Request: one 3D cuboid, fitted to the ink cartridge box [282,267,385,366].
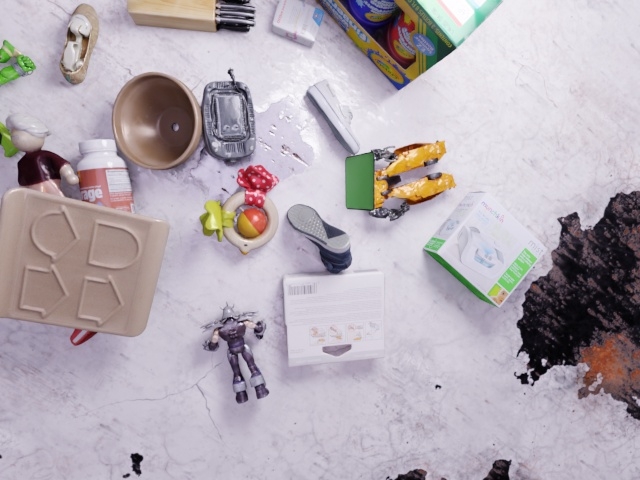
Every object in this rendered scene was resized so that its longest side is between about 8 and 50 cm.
[{"bbox_3d":[0.040,0.223,1.276,0.296,0.066,0.261,-3,99,-9],"label":"ink cartridge box"}]

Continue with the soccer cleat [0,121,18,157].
[{"bbox_3d":[-0.837,-0.285,1.088,0.179,0.060,0.072,42,89,-13],"label":"soccer cleat"}]

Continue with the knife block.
[{"bbox_3d":[-0.315,-0.590,1.128,0.275,0.088,0.242,-44,100,-4],"label":"knife block"}]

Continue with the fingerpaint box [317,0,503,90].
[{"bbox_3d":[0.153,-0.621,1.059,0.445,0.371,0.163,44,87,-11],"label":"fingerpaint box"}]

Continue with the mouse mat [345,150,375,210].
[{"bbox_3d":[0.106,-0.159,1.189,0.007,0.189,0.153,-3,96,-18],"label":"mouse mat"}]

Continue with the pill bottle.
[{"bbox_3d":[-0.552,-0.144,1.115,0.121,0.121,0.216,-8,96,-8],"label":"pill bottle"}]

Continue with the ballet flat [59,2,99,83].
[{"bbox_3d":[-0.611,-0.502,1.099,0.073,0.067,0.206,9,94,-10],"label":"ballet flat"}]

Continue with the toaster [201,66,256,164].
[{"bbox_3d":[-0.245,-0.314,1.129,0.129,0.146,0.227,-8,97,-20],"label":"toaster"}]

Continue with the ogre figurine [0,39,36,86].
[{"bbox_3d":[-0.814,-0.451,1.058,0.197,0.097,0.118,42,76,-22],"label":"ogre figurine"}]

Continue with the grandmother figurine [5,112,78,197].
[{"bbox_3d":[-0.687,-0.145,1.079,0.207,0.104,0.343,-11,99,14],"label":"grandmother figurine"}]

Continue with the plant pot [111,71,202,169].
[{"bbox_3d":[-0.399,-0.298,1.115,0.237,0.110,0.238,2,98,12],"label":"plant pot"}]

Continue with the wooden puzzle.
[{"bbox_3d":[-0.574,0.059,1.053,0.347,0.080,0.322,13,105,-22],"label":"wooden puzzle"}]

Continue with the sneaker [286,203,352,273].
[{"bbox_3d":[-0.001,0.002,1.240,0.086,0.163,0.226,-43,59,-16],"label":"sneaker"}]

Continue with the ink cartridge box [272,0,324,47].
[{"bbox_3d":[-0.063,-0.598,1.188,0.122,0.052,0.089,18,92,-12],"label":"ink cartridge box"}]

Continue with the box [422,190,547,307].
[{"bbox_3d":[0.488,0.024,1.303,0.262,0.127,0.231,41,90,-10],"label":"box"}]

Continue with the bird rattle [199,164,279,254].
[{"bbox_3d":[-0.205,-0.080,1.203,0.253,0.143,0.207,-41,112,-17],"label":"bird rattle"}]

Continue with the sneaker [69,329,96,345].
[{"bbox_3d":[-0.617,0.161,1.165,0.128,0.087,0.221,38,76,-2],"label":"sneaker"}]

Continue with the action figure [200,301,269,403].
[{"bbox_3d":[-0.233,0.310,1.228,0.185,0.099,0.285,-14,94,-1],"label":"action figure"}]

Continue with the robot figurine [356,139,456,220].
[{"bbox_3d":[0.238,-0.178,1.261,0.290,0.085,0.211,-18,98,-8],"label":"robot figurine"}]

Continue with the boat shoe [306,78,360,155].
[{"bbox_3d":[0.054,-0.349,1.214,0.075,0.083,0.226,-37,99,-3],"label":"boat shoe"}]
